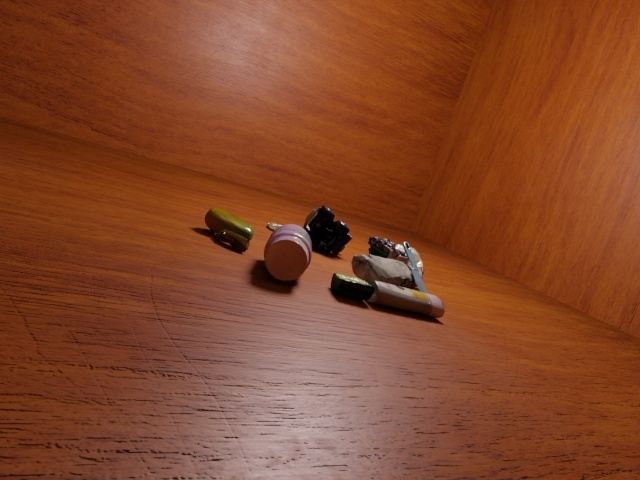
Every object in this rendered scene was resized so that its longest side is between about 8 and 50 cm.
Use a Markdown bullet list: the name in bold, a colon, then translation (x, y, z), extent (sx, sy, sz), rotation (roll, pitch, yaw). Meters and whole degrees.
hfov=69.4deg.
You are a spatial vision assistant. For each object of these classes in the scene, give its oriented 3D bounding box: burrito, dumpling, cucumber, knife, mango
- **burrito**: translation (0.292, 0.132, 1.795), extent (0.445, 0.101, 0.139), rotation (11, 34, -45)
- **dumpling**: translation (0.414, 0.093, 2.296), extent (0.154, 0.112, 0.181), rotation (-17, 14, -16)
- **cucumber**: translation (0.096, 0.148, 1.471), extent (0.115, 0.062, 0.116), rotation (18, 2, -16)
- **knife**: translation (0.368, 0.121, 1.786), extent (0.044, 0.019, 0.313), rotation (12, 45, -30)
- **mango**: translation (-0.333, -0.053, 1.697), extent (0.194, 0.092, 0.130), rotation (26, 10, 18)

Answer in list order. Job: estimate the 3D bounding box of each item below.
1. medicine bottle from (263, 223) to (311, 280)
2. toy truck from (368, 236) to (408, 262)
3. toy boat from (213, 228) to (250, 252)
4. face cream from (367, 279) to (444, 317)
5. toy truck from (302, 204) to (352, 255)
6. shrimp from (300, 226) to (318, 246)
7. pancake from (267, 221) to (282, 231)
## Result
- **medicine bottle**: translation (-0.101, 0.036, 1.461), extent (0.151, 0.152, 0.254), rotation (18, 9, -5)
- **toy truck**: translation (0.315, 0.067, 2.200), extent (0.110, 0.116, 0.216), rotation (8, 22, -44)
- **toy boat**: translation (-0.307, -0.002, 1.590), extent (0.149, 0.049, 0.047), rotation (21, -21, 28)
- **face cream**: translation (0.279, 0.195, 1.529), extent (0.269, 0.073, 0.107), rotation (16, 18, -23)
- **toy truck**: translation (0.035, -0.043, 2.056), extent (0.213, 0.161, 0.177), rotation (44, 10, 9)
- **shrimp**: translation (0.000, 0.001, 2.144), extent (0.294, 0.062, 0.154), rotation (9, 26, -35)
- **pancake**: translation (-0.181, -0.052, 2.178), extent (0.151, 0.025, 0.151), rotation (19, 9, -3)
